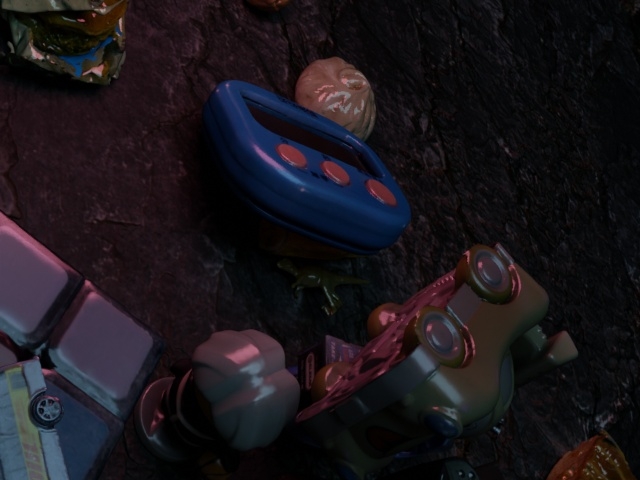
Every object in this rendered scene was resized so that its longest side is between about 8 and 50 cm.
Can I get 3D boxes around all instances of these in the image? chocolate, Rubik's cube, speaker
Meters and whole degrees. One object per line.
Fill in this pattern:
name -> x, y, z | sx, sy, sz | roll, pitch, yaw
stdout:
chocolate -> 0.000, 0.000, 1.689 | 0.219, 0.085, 0.086 | 12, 60, -42
Rubik's cube -> -0.421, 0.177, 1.005 | 0.362, 0.359, 0.363 | 43, 45, -14
speaker -> 0.112, 0.391, 1.406 | 0.259, 0.329, 0.198 | 27, 51, -37

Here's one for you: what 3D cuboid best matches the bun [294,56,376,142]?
bun -> 0.042, -0.253, 1.849 | 0.183, 0.102, 0.183 | 21, 56, -35

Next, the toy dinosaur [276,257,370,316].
toy dinosaur -> 0.004, 0.056, 1.688 | 0.126, 0.039, 0.162 | 54, 42, -2

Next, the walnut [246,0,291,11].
walnut -> -0.098, -0.473, 1.851 | 0.105, 0.105, 0.124 | -4, 55, -43

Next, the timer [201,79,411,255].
timer -> -0.026, -0.115, 1.633 | 0.340, 0.115, 0.309 | 20, 28, -33

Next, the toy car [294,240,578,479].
toy car -> 0.161, 0.179, 1.329 | 0.226, 0.242, 0.336 | 49, 42, -4

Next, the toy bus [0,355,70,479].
toy bus -> -0.248, 0.198, 0.861 | 0.075, 0.064, 0.190 | -11, 75, -34

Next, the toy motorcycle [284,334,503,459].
toy motorcycle -> 0.097, 0.253, 1.533 | 0.358, 0.212, 0.125 | 21, 54, -33

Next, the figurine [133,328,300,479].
figurine -> -0.130, 0.217, 1.331 | 0.133, 0.236, 0.176 | -22, 82, -47

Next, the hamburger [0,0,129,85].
hamburger -> -0.368, -0.369, 1.510 | 0.260, 0.150, 0.276 | -15, 78, -44

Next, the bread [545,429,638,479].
bread -> 0.534, 0.511, 1.860 | 0.275, 0.114, 0.185 | 55, 44, -6
